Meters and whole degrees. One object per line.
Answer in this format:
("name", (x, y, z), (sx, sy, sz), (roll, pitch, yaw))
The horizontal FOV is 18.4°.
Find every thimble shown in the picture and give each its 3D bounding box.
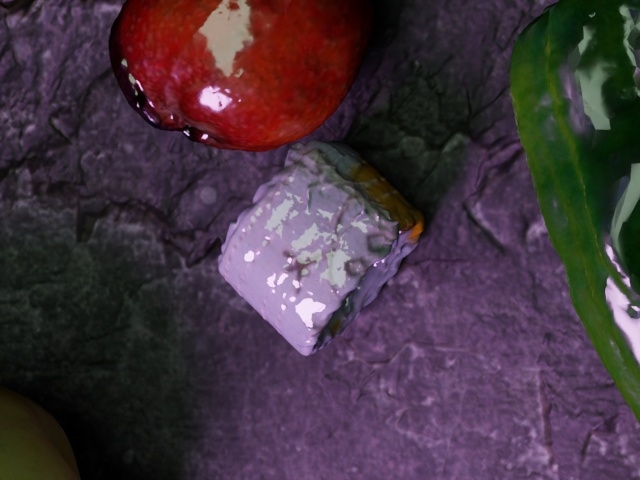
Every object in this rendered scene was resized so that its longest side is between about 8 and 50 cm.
("thimble", (-0.002, 0.002, 1.583), (0.118, 0.127, 0.151), (42, 104, 13))

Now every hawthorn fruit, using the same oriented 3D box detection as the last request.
("hawthorn fruit", (-0.043, -0.182, 1.555), (0.189, 0.189, 0.251), (44, 99, 14))

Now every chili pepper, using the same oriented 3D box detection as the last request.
("chili pepper", (0.262, -0.024, 1.446), (0.213, 0.167, 0.385), (-23, 87, 25))

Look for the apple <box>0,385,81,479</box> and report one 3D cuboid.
("apple", (-0.324, 0.260, 1.641), (0.305, 0.338, 0.338), (-35, 81, 6))
